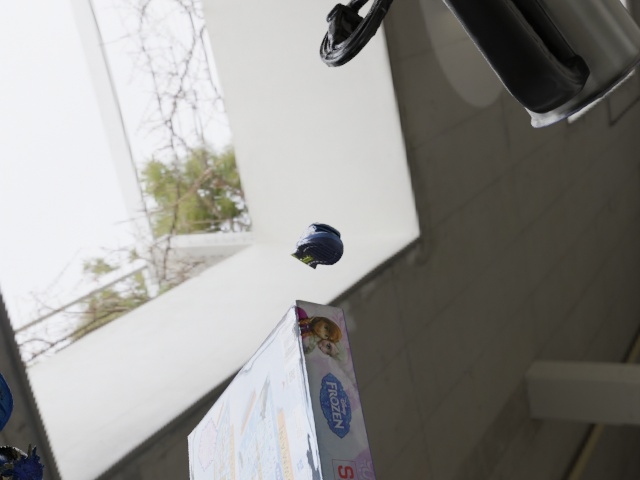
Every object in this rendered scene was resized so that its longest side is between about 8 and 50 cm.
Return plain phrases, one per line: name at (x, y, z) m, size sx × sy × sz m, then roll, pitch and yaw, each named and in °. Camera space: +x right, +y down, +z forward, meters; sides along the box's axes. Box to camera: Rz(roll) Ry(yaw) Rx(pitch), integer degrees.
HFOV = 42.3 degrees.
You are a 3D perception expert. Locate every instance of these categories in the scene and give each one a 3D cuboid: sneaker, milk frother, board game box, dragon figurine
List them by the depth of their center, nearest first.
milk frother at (0.091, -0.122, 0.492) m, size 0.135 × 0.143 × 0.129 m, roll 50°, pitch -125°, yaw -9°
board game box at (-0.051, 0.284, 0.889) m, size 0.066 × 0.318 × 0.319 m, roll 13°, pitch -134°, yaw -26°
dragon figurine at (-0.386, 0.185, 0.892) m, size 0.085 × 0.144 × 0.289 m, roll -15°, pitch -114°, yaw -45°
sneaker at (0.000, 0.000, 1.110) m, size 0.053 × 0.144 × 0.059 m, roll 35°, pitch -104°, yaw -12°

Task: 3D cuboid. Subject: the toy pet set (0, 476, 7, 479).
toy pet set at (-0.424, 0.329, 1.043) m, size 0.114 × 0.122 × 0.065 m, roll -49°, pitch -43°, yaw -63°
